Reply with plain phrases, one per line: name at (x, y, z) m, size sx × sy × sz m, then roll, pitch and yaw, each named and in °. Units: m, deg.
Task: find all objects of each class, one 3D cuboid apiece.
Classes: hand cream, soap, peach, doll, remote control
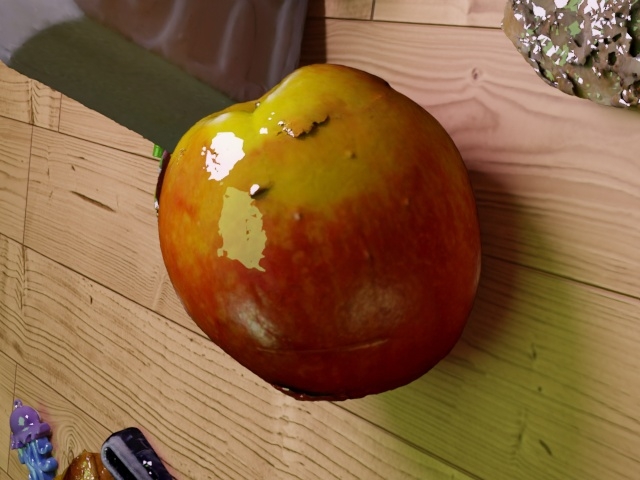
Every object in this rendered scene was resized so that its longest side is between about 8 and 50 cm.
hand cream at (-0.250, -0.194, 1.648) m, size 0.036 × 0.023 × 0.122 m, roll 36°, pitch 116°, yaw 56°
soap at (-0.229, -0.347, 1.265) m, size 0.213 × 0.435 × 0.350 m, roll -1°, pitch 71°, yaw 46°
peach at (0.000, 0.000, 1.118) m, size 0.370 × 0.370 × 0.370 m, roll 1°, pitch 91°, yaw 50°
doll at (-0.566, 0.410, 2.007) m, size 0.110 × 0.067 × 0.205 m, roll -25°, pitch 82°, yaw 33°
remote control at (-0.283, 0.405, 1.659) m, size 0.266 × 0.066 × 0.090 m, roll 41°, pitch 125°, yaw 42°

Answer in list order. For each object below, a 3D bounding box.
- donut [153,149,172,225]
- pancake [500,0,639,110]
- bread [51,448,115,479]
donut at (-0.154, -0.062, 1.482) m, size 0.235 × 0.089 × 0.235 m, roll 0°, pitch 90°, yaw 49°
pancake at (0.303, -0.307, 0.944) m, size 0.382 × 0.071 × 0.382 m, roll 2°, pitch 93°, yaw 51°
bread at (-0.449, 0.472, 1.854) m, size 0.271 × 0.077 × 0.139 m, roll -38°, pitch 59°, yaw 47°
